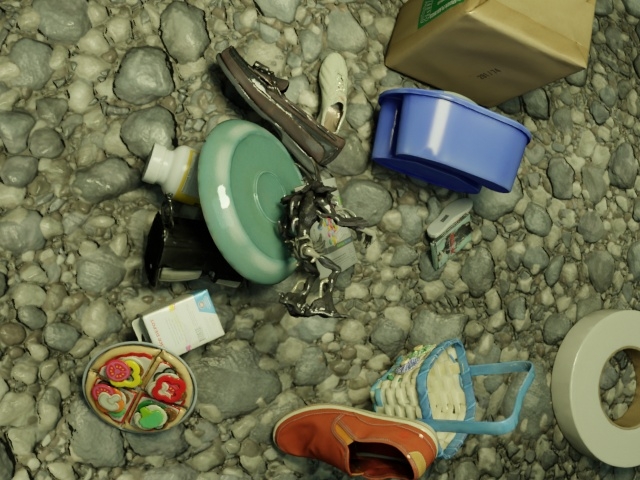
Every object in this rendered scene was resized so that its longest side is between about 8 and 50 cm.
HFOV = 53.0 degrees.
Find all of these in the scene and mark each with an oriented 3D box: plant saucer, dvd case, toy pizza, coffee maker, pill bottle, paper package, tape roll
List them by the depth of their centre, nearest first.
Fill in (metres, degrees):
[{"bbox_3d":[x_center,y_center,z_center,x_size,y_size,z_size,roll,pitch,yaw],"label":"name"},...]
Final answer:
[{"bbox_3d":[-0.319,0.267,1.130,0.201,0.032,0.201,-1,115,-2],"label":"toy pizza"},{"bbox_3d":[-0.212,0.010,1.168,0.178,0.171,0.120,3,55,-30],"label":"coffee maker"},{"bbox_3d":[-0.104,-0.076,1.187,0.318,0.044,0.317,31,52,-50],"label":"plant saucer"},{"bbox_3d":[-0.233,-0.116,1.201,0.184,0.103,0.103,19,80,-21],"label":"pill bottle"},{"bbox_3d":[0.347,-0.432,1.342,0.310,0.325,0.168,15,81,-21],"label":"paper package"},{"bbox_3d":[0.294,0.002,1.440,0.119,0.013,0.087,-37,139,-19],"label":"dvd case"},{"bbox_3d":[0.751,0.366,1.611,0.392,0.072,0.391,1,88,-23],"label":"tape roll"}]

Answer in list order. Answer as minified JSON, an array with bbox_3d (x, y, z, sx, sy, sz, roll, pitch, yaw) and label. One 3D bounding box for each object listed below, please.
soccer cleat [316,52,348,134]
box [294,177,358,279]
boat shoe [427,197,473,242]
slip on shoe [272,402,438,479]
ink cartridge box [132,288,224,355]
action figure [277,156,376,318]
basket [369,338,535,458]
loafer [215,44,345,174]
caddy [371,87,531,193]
[{"bbox_3d":[0.030,-0.299,1.334,0.068,0.076,0.196,11,83,-22],"label":"soccer cleat"},{"bbox_3d":[0.015,-0.028,1.290,0.145,0.038,0.186,-24,98,-66],"label":"box"},{"bbox_3d":[0.293,-0.044,1.455,0.142,0.049,0.040,-39,135,-21],"label":"boat shoe"},{"bbox_3d":[0.051,0.383,1.202,0.101,0.332,0.123,-44,128,-56],"label":"slip on shoe"},{"bbox_3d":[-0.267,0.157,1.181,0.143,0.090,0.092,-22,96,-21],"label":"ink cartridge box"},{"bbox_3d":[0.000,0.000,1.140,0.141,0.164,0.275,11,78,-42],"label":"action figure"},{"bbox_3d":[0.259,0.309,1.264,0.255,0.289,0.201,-27,108,-60],"label":"basket"},{"bbox_3d":[-0.073,-0.269,1.256,0.095,0.109,0.302,-39,102,14],"label":"loafer"},{"bbox_3d":[0.272,-0.220,1.347,0.342,0.241,0.179,17,88,-22],"label":"caddy"}]
